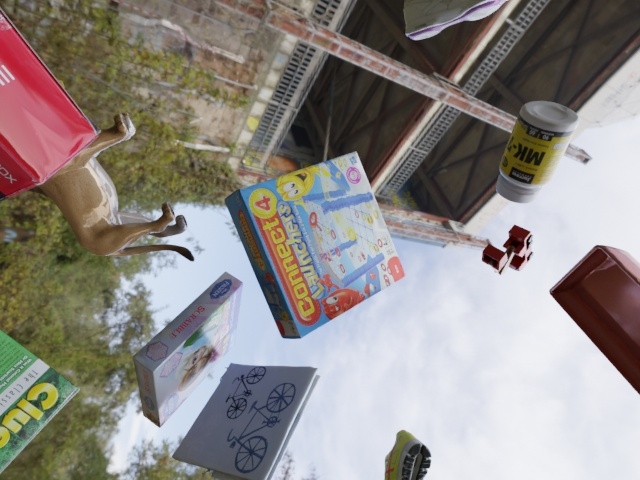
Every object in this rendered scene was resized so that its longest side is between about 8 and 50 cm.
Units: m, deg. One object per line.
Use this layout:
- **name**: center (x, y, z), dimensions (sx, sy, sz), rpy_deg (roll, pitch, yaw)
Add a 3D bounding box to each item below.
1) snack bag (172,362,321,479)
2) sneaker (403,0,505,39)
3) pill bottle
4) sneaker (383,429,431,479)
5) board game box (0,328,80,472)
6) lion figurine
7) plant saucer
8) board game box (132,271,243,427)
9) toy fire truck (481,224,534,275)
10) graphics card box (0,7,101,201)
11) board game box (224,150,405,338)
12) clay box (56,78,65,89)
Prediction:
- **snack bag**: center (-0.198, 0.465, 1.127), dimensions (0.342, 0.037, 0.323), rpy_deg (-8, -146, 33)
- **sneaker**: center (0.367, -0.666, 1.162), dimensions (0.305, 0.114, 0.152), rpy_deg (-8, -84, 27)
- **pill bottle**: center (0.480, -0.195, 0.972), dimensions (0.119, 0.119, 0.209), rpy_deg (-116, -159, -44)
- **sneaker**: center (0.166, 0.494, 0.893), dimensions (0.094, 0.081, 0.209), rpy_deg (-142, -110, -72)
- **board game box**: center (-0.321, 0.171, 0.294), dimensions (0.030, 0.136, 0.260), rpy_deg (-38, -167, 44)
- **lion figurine**: center (-0.401, -0.080, 0.739), dimensions (0.142, 0.240, 0.392), rpy_deg (-127, -165, -61)
- **plant saucer**: center (0.535, 0.142, 0.729), dimensions (0.258, 0.047, 0.259), rpy_deg (57, -5, 26)
- **board game box**: center (-0.336, 0.287, 1.128), dimensions (0.066, 0.318, 0.319), rpy_deg (30, -44, 13)
- **toy fire truck**: center (0.456, 0.037, 1.038), dimensions (0.135, 0.192, 0.047), rpy_deg (-49, -128, -8)
- **graphics card box**: center (-0.407, -0.103, 0.345), dimensions (0.370, 0.233, 0.094), rpy_deg (-15, -144, 21)
- **board game box**: center (0.000, 0.000, 0.904), dimensions (0.086, 0.302, 0.308), rpy_deg (-17, -83, 57)
- **clay box**: center (-0.612, -0.306, 0.906), dimensions (0.222, 0.127, 0.053), rpy_deg (44, -53, 46)
